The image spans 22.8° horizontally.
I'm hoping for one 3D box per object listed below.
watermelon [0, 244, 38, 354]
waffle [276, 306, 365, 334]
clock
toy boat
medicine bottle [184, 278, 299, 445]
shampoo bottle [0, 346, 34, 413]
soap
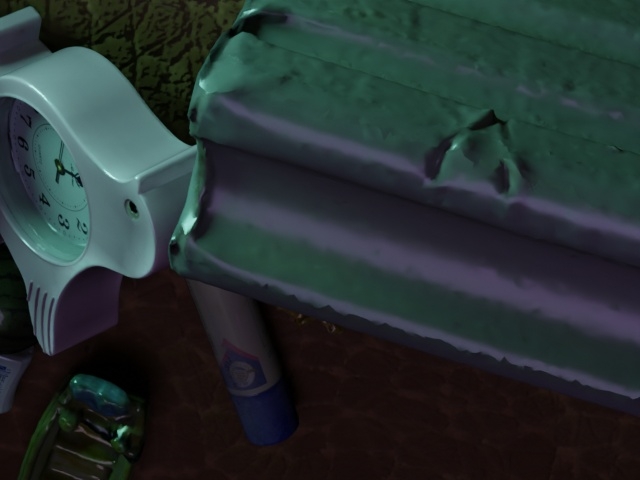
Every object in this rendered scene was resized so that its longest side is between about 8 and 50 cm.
[{"bbox_3d":[-0.294,0.059,1.522,0.133,0.105,0.105,12,129,-25],"label":"watermelon"},{"bbox_3d":[0.001,-0.001,1.446,0.149,0.051,0.194,1,119,11],"label":"waffle"},{"bbox_3d":[-0.204,-0.016,1.380,0.275,0.080,0.290,34,136,32],"label":"clock"},{"bbox_3d":[-0.245,0.222,1.635,0.111,0.084,0.276,20,129,-5],"label":"toy boat"},{"bbox_3d":[-0.078,0.092,1.520,0.059,0.059,0.231,-8,121,17],"label":"medicine bottle"},{"bbox_3d":[-0.337,0.134,1.614,0.072,0.043,0.099,24,126,-4],"label":"shampoo bottle"},{"bbox_3d":[0.141,-0.078,1.202,0.435,0.350,0.213,16,133,3],"label":"soap"}]
